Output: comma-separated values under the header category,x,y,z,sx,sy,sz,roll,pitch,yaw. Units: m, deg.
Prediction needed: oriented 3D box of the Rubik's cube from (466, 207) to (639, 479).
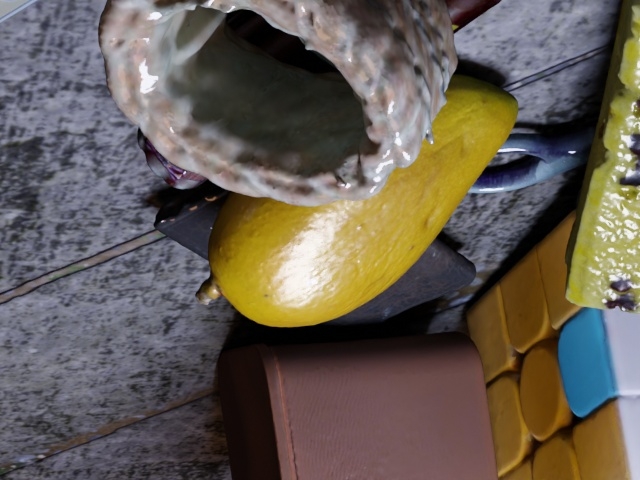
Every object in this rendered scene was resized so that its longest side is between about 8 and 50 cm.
category,x,y,z,sx,sy,sz,roll,pitch,yaw
Rubik's cube,0.344,0.147,1.814,0.290,0.291,0.292,1,157,-20

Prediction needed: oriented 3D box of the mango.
category,x,y,z,sx,sy,sz,roll,pitch,yaw
mango,0.030,-0.035,1.541,0.317,0.119,0.176,-37,131,3

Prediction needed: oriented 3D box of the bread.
category,x,y,z,sx,sy,sz,roll,pitch,yaw
bread,0.295,-0.078,1.516,0.138,0.077,0.361,9,137,4

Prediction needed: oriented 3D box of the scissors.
category,x,y,z,sx,sy,sz,roll,pitch,yaw
scissors,0.307,-0.106,1.604,0.256,0.029,0.383,13,151,-35

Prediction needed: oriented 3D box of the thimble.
category,x,y,z,sx,sy,sz,roll,pitch,yaw
thimble,-0.031,-0.135,1.259,0.229,0.148,0.196,43,129,-16

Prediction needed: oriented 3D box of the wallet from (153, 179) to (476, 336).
category,x,y,z,sx,sy,sz,roll,pitch,yaw
wallet,0.000,0.000,1.717,0.170,0.044,0.321,-25,145,24

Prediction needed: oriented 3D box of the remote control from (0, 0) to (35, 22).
category,x,y,z,sx,sy,sz,roll,pitch,yaw
remote control,-0.220,-0.200,1.271,0.244,0.047,0.087,-26,151,26

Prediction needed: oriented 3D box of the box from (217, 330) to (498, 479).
category,x,y,z,sx,sy,sz,roll,pitch,yaw
box,0.044,0.266,1.878,0.229,0.339,0.239,-6,175,-16

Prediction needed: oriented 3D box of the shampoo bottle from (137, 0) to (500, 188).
category,x,y,z,sx,sy,sz,roll,pitch,yaw
shampoo bottle,-0.014,-0.142,1.405,0.129,0.084,0.323,23,138,-39
